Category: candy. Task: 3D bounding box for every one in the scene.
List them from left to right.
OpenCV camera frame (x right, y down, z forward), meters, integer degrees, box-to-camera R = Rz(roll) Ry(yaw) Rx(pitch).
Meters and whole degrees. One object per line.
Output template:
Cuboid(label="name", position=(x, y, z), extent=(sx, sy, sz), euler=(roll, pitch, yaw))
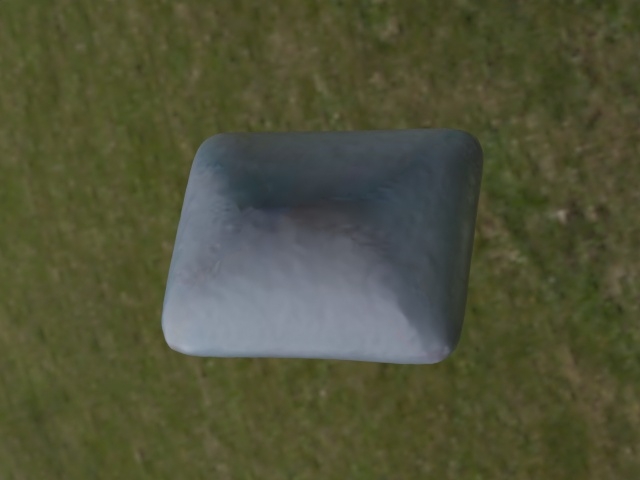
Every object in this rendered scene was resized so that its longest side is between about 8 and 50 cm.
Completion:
Cuboid(label="candy", position=(0.000, 0.000, 0.880), extent=(0.071, 0.174, 0.138), euler=(50, -135, -59))
